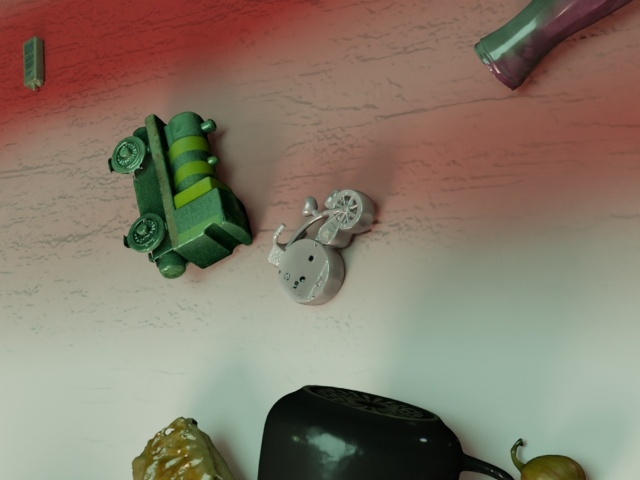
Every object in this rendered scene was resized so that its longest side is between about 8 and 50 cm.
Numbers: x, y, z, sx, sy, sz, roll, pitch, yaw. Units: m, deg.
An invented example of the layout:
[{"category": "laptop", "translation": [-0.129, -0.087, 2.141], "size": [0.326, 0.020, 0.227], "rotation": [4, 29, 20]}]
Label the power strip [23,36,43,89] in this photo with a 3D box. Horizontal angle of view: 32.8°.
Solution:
[{"category": "power strip", "translation": [-0.390, -0.240, 1.482], "size": [0.027, 0.017, 0.083], "rotation": [-24, 60, 31]}]

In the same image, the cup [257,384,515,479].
[{"category": "cup", "translation": [0.050, 0.225, 0.908], "size": [0.223, 0.169, 0.177], "rotation": [13, 86, 9]}]

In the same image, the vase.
[{"category": "vase", "translation": [0.232, -0.223, 0.962], "size": [0.214, 0.086, 0.086], "rotation": [-41, 54, 25]}]

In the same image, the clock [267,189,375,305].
[{"category": "clock", "translation": [0.000, 0.000, 1.086], "size": [0.087, 0.041, 0.129], "rotation": [43, 107, 35]}]

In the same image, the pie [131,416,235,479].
[{"category": "pie", "translation": [-0.100, 0.310, 1.039], "size": [0.128, 0.068, 0.282], "rotation": [-41, 55, 21]}]

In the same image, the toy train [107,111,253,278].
[{"category": "toy train", "translation": [-0.156, -0.057, 1.205], "size": [0.132, 0.083, 0.200], "rotation": [-26, 60, 16]}]

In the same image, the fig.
[{"category": "fig", "translation": [0.180, 0.189, 0.884], "size": [0.050, 0.050, 0.083], "rotation": [-60, 33, 5]}]
